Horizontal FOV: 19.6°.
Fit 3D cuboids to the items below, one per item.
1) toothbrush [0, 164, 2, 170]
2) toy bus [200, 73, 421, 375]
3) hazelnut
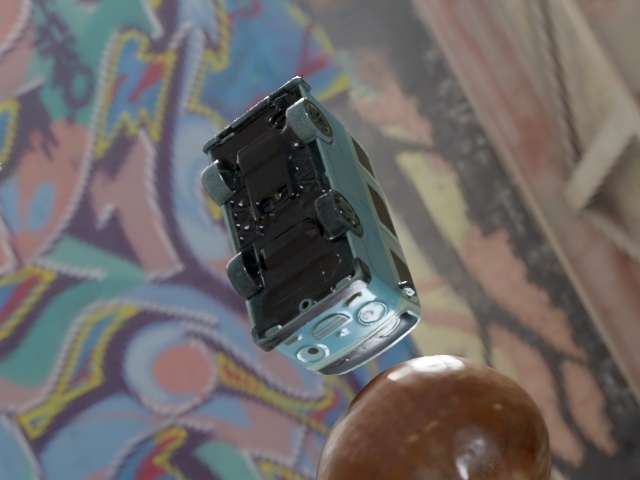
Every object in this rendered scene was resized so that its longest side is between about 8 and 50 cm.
[{"bbox_3d":[-0.361,-0.011,1.842,0.017,0.162,0.014,5,-31,43],"label":"toothbrush"},{"bbox_3d":[0.000,0.000,1.731,0.165,0.133,0.271,39,24,-41],"label":"toy bus"},{"bbox_3d":[0.089,0.192,1.440,0.176,0.214,0.214,20,8,-15],"label":"hazelnut"}]
